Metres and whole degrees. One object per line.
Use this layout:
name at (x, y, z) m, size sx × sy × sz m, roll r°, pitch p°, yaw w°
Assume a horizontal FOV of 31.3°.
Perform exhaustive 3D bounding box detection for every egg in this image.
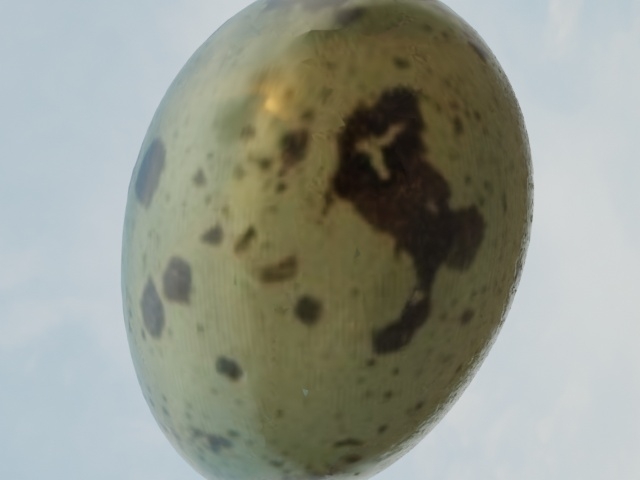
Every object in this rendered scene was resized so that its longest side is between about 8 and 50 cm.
egg at (0.000, 0.000, 0.820) m, size 0.287 × 0.287 × 0.379 m, roll 9°, pitch -73°, yaw -49°
